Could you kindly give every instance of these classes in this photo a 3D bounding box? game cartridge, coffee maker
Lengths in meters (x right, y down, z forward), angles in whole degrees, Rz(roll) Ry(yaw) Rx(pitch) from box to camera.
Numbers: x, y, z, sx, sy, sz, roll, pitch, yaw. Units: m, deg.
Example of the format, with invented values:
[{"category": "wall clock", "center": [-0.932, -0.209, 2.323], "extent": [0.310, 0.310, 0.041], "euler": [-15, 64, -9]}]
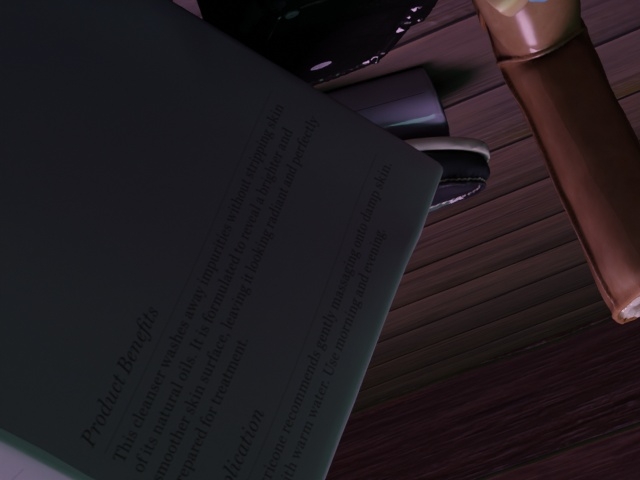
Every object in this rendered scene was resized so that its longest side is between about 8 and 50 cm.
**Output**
[{"category": "game cartridge", "center": [0.013, -0.063, 1.433], "extent": [0.196, 0.060, 0.294], "euler": [-20, 166, -12]}, {"category": "coffee maker", "center": [-0.016, -0.175, 0.709], "extent": [0.120, 0.178, 0.171], "euler": [-13, 166, -43]}]

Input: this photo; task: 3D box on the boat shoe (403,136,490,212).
[{"category": "boat shoe", "center": [0.001, -0.001, 1.309], "extent": [0.340, 0.113, 0.127], "euler": [-12, 164, -27]}]

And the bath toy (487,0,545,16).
[{"category": "bath toy", "center": [0.204, -0.252, 0.845], "extent": [0.129, 0.151, 0.348], "euler": [31, 140, -24]}]

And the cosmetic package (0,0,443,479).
[{"category": "cosmetic package", "center": [-0.167, -0.019, 0.652], "extent": [0.385, 0.217, 0.156], "euler": [31, 148, -10]}]

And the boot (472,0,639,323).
[{"category": "boot", "center": [0.185, -0.089, 1.106], "extent": [0.089, 0.269, 0.236], "euler": [-23, 166, 9]}]
